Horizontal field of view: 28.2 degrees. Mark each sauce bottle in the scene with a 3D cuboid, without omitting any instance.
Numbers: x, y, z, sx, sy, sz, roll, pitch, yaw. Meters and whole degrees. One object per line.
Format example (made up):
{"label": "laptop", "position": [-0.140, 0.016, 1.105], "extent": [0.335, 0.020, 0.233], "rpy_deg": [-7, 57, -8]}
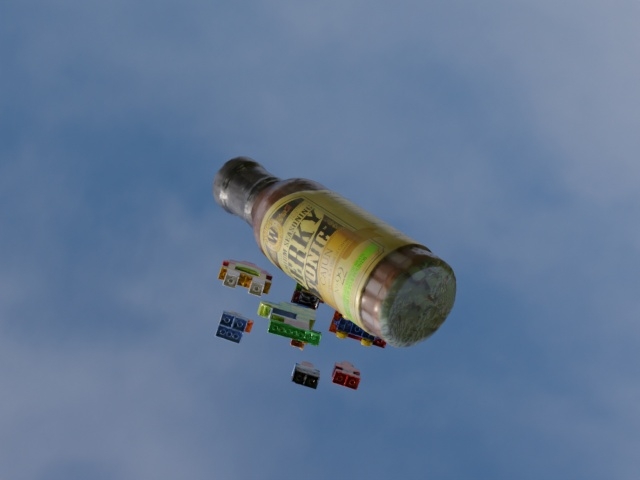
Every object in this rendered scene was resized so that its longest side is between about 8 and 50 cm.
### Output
{"label": "sauce bottle", "position": [0.000, 0.000, 1.413], "extent": [0.111, 0.111, 0.344], "rpy_deg": [-11, -151, -36]}

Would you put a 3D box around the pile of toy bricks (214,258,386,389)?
{"label": "pile of toy bricks", "position": [-0.029, 0.097, 1.534], "extent": [0.212, 0.118, 0.105], "rpy_deg": [18, -167, -4]}
